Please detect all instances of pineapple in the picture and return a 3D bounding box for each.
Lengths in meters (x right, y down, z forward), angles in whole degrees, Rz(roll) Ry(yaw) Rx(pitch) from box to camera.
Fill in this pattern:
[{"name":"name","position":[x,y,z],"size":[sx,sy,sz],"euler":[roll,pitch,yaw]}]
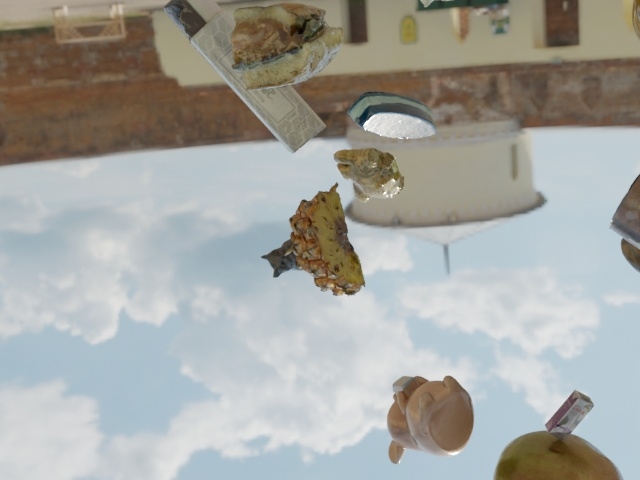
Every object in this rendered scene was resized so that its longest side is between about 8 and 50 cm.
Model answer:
[{"name":"pineapple","position":[-0.001,0.001,1.728],"size":[0.135,0.233,0.079],"euler":[-3,157,-39]}]

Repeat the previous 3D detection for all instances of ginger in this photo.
[{"name":"ginger","position":[0.132,-0.165,2.289],"size":[0.157,0.216,0.102],"euler":[-12,-126,26]}]

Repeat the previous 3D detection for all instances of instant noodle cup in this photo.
[{"name":"instant noodle cup","position":[0.681,-0.043,1.706],"size":[0.207,0.217,0.217],"euler":[34,-150,21]}]

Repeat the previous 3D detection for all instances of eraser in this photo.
[{"name":"eraser","position":[-0.160,-0.361,1.903],"size":[0.096,0.404,0.098],"euler":[-44,-168,-1]}]

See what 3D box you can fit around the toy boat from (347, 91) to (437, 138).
[{"name":"toy boat","position":[0.185,-0.285,2.105],"size":[0.299,0.061,0.096],"euler":[1,143,-48]}]

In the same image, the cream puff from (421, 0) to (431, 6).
[{"name":"cream puff","position":[0.267,-0.693,2.227],"size":[0.244,0.196,0.244],"euler":[-16,-130,20]}]

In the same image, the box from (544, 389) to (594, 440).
[{"name":"box","position":[0.569,0.400,2.065],"size":[0.051,0.117,0.036],"euler":[26,-159,-17]}]

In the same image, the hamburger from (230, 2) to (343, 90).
[{"name":"hamburger","position":[-0.030,-0.310,1.459],"size":[0.155,0.135,0.208],"euler":[7,-167,28]}]

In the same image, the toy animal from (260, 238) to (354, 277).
[{"name":"toy animal","position":[-0.041,0.024,2.012],"size":[0.210,0.121,0.117],"euler":[-21,164,-23]}]

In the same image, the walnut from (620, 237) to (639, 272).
[{"name":"walnut","position":[0.762,0.036,1.983],"size":[0.245,0.137,0.137],"euler":[33,-158,8]}]

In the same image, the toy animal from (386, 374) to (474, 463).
[{"name":"toy animal","position":[0.253,0.434,2.217],"size":[0.195,0.213,0.256],"euler":[-35,-167,-22]}]

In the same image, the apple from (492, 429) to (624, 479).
[{"name":"apple","position":[0.543,0.622,2.129],"size":[0.305,0.338,0.338],"euler":[23,-156,23]}]

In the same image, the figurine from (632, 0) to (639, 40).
[{"name":"figurine","position":[0.461,-0.219,1.050],"size":[0.215,0.228,0.215],"euler":[-1,-169,0]}]
